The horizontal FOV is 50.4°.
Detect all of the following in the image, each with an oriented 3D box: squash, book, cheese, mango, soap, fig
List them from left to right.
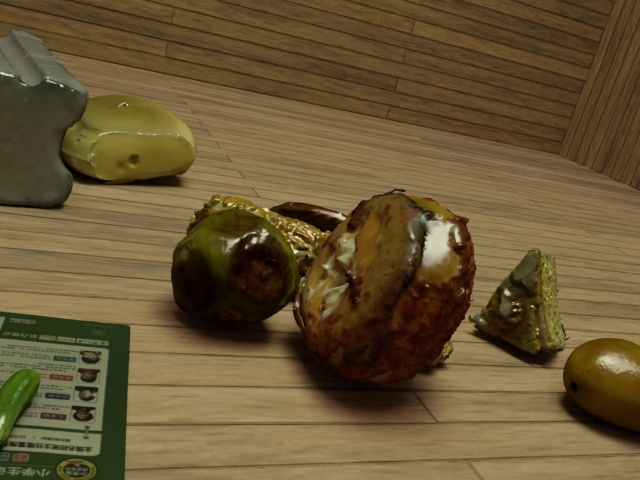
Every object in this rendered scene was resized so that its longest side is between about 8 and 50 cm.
[{"bbox_3d":[-0.604,-0.232,1.109,0.350,0.213,0.435,4,21,-37],"label":"soap"},{"bbox_3d":[-0.247,0.131,0.540,0.027,0.027,0.089,13,19,-7],"label":"squash"},{"bbox_3d":[-0.271,0.136,0.594,0.202,0.027,0.264,9,19,-18],"label":"book"},{"bbox_3d":[-0.403,-0.214,1.350,0.259,0.128,0.316,-1,23,-36],"label":"cheese"},{"bbox_3d":[-0.108,0.029,0.846,0.144,0.154,0.166,50,17,-28],"label":"fig"},{"bbox_3d":[0.418,0.192,0.875,0.227,0.099,0.136,19,16,-20],"label":"mango"}]

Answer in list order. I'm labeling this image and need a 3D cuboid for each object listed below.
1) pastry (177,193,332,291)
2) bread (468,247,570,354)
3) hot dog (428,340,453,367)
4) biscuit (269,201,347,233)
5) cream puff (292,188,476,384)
[{"bbox_3d":[-0.088,0.005,0.996,0.250,0.102,0.154,19,16,5],"label":"pastry"},{"bbox_3d":[0.322,0.089,1.021,0.127,0.152,0.147,28,13,30],"label":"bread"},{"bbox_3d":[0.099,0.116,0.912,0.165,0.045,0.071,29,25,33],"label":"hot dog"},{"bbox_3d":[0.000,0.001,1.097,0.228,0.031,0.176,-4,-41,43],"label":"biscuit"},{"bbox_3d":[0.082,0.056,0.799,0.164,0.240,0.240,29,14,-17],"label":"cream puff"}]
